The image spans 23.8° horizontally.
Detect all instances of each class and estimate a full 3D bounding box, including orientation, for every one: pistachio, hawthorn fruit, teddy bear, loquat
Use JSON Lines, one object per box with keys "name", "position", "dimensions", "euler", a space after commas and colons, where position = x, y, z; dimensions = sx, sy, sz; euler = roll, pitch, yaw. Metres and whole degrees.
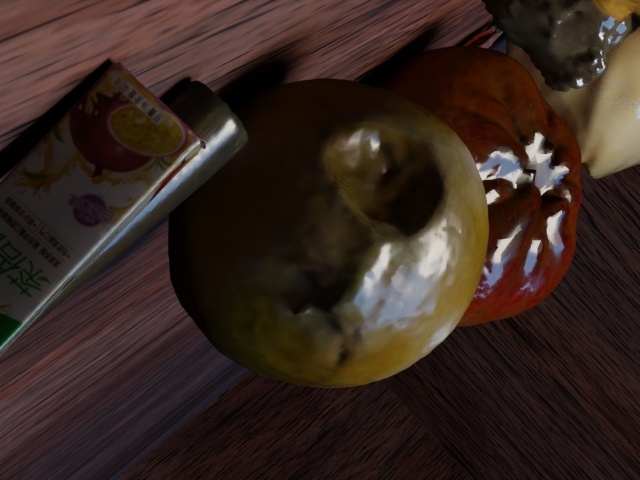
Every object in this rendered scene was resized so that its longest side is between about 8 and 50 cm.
{"name": "pistachio", "position": [0.296, -0.183, 1.522], "dimensions": [0.321, 0.229, 0.238], "euler": [-69, 178, -76]}
{"name": "hawthorn fruit", "position": [0.080, -0.029, 1.222], "dimensions": [0.261, 0.224, 0.224], "euler": [-19, -166, 44]}
{"name": "teddy bear", "position": [0.187, -0.180, 0.919], "dimensions": [0.190, 0.177, 0.140], "euler": [-31, 170, 26]}
{"name": "loquat", "position": [0.000, 0.000, 0.890], "dimensions": [0.179, 0.179, 0.227], "euler": [-40, 180, -27]}

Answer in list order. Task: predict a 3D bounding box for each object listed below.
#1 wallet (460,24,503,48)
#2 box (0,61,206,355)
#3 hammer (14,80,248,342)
{"name": "wallet", "position": [0.096, -0.132, 1.475], "dimensions": [0.103, 0.020, 0.196], "euler": [-40, 175, -42]}
{"name": "box", "position": [-0.134, 0.018, 0.611], "dimensions": [0.207, 0.050, 0.041], "euler": [-47, 178, -8]}
{"name": "hammer", "position": [-0.209, 0.079, 0.712], "dimensions": [0.440, 0.044, 0.168], "euler": [-42, 177, -10]}
